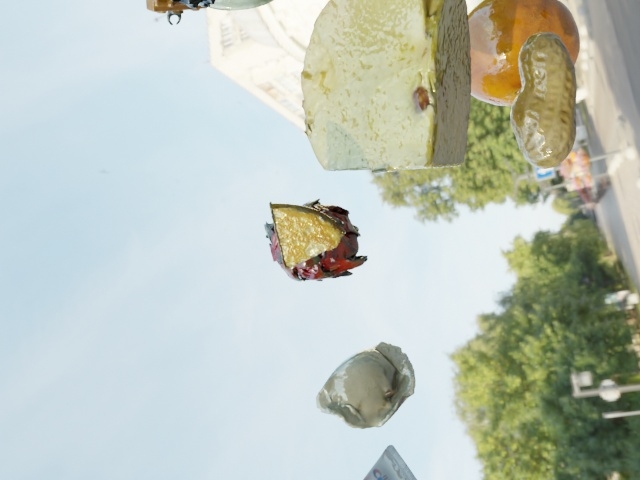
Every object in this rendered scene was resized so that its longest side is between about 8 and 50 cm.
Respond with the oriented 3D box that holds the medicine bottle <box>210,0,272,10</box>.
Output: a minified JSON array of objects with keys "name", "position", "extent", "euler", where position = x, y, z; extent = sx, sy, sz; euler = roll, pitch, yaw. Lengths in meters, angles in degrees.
[{"name":"medicine bottle","position":[-0.139,-0.464,1.042],"extent":[0.147,0.147,0.143],"euler":[-78,-9,-47]}]

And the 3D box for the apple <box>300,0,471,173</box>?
[{"name":"apple","position":[0.132,-0.265,1.039],"extent":[0.252,0.314,0.309],"euler":[-164,71,-73]}]

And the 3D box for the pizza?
[{"name":"pizza","position":[-0.034,-0.004,0.933],"extent":[0.123,0.109,0.026],"euler":[22,-152,-16]}]

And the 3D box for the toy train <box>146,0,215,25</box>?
[{"name":"toy train","position":[-0.163,-0.365,0.766],"extent":[0.089,0.127,0.219],"euler":[-23,-48,-42]}]

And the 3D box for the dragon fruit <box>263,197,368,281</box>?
[{"name":"dragon fruit","position":[-0.008,0.002,1.315],"extent":[0.182,0.188,0.182],"euler":[51,158,31]}]

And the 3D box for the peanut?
[{"name":"peanut","position":[0.373,-0.233,1.071],"extent":[0.095,0.108,0.226],"euler":[-113,21,-80]}]

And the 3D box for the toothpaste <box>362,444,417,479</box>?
[{"name":"toothpaste","position":[0.040,0.479,1.024],"extent":[0.066,0.323,0.100],"euler":[32,-173,-30]}]

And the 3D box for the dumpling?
[{"name":"dumpling","position":[0.084,0.255,1.098],"extent":[0.127,0.188,0.108],"euler":[49,151,24]}]

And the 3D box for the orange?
[{"name":"orange","position":[0.451,-0.441,1.491],"extent":[0.284,0.283,0.226],"euler":[40,-136,-55]}]
